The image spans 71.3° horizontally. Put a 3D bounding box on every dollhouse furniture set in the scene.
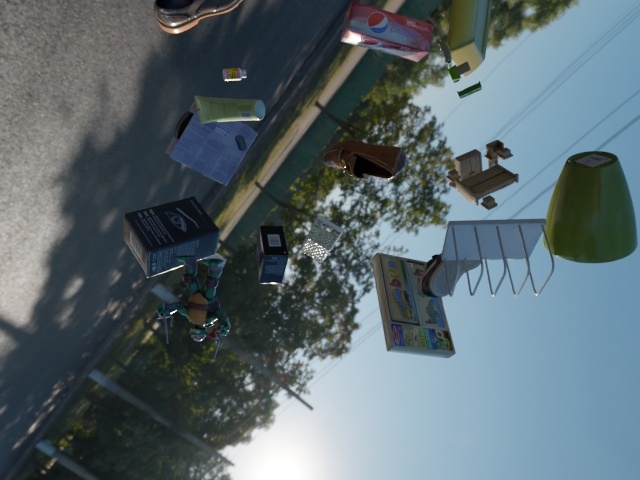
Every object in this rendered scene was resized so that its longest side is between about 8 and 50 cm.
[{"bbox_3d":[0.722,-0.230,1.857,0.304,0.173,0.355,-25,-142,-4],"label":"dollhouse furniture set"},{"bbox_3d":[0.352,-0.442,1.127,0.059,0.151,0.076,-22,177,23],"label":"dollhouse furniture set"}]

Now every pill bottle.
[{"bbox_3d":[-0.326,-0.631,1.694,0.084,0.043,0.043,-11,174,-18],"label":"pill bottle"}]

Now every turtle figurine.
[{"bbox_3d":[-0.288,0.156,1.044,0.118,0.176,0.233,-79,173,-87],"label":"turtle figurine"}]

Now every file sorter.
[{"bbox_3d":[0.527,0.061,1.347,0.192,0.278,0.172,81,10,-54],"label":"file sorter"}]

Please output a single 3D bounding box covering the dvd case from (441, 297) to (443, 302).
[{"bbox_3d":[0.515,0.290,2.150,0.022,0.252,0.180,-18,-170,-32],"label":"dvd case"}]

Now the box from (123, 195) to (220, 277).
[{"bbox_3d":[-0.405,-0.015,1.221,0.207,0.153,0.108,-20,148,-37],"label":"box"}]

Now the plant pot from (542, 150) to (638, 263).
[{"bbox_3d":[0.857,-0.124,1.422,0.275,0.293,0.274,-12,-152,7],"label":"plant pot"}]

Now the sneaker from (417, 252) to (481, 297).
[{"bbox_3d":[0.471,0.086,1.629,0.321,0.126,0.127,-37,-172,-26],"label":"sneaker"}]

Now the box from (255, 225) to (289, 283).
[{"bbox_3d":[-0.184,0.053,1.663,0.158,0.093,0.155,106,-23,-43],"label":"box"}]

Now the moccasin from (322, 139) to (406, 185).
[{"bbox_3d":[0.157,-0.308,1.795,0.380,0.139,0.146,18,-117,34],"label":"moccasin"}]

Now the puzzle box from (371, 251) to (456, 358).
[{"bbox_3d":[0.350,0.242,1.720,0.052,0.273,0.408,123,-30,-46],"label":"puzzle box"}]

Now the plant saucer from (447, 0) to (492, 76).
[{"bbox_3d":[0.546,-0.795,1.598,0.333,0.081,0.332,-7,104,-62],"label":"plant saucer"}]

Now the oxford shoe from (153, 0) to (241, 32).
[{"bbox_3d":[-0.345,-0.773,1.372,0.364,0.129,0.133,-38,-174,-6],"label":"oxford shoe"}]

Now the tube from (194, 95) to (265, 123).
[{"bbox_3d":[-0.292,-0.414,1.410,0.062,0.241,0.069,29,69,-66],"label":"tube"}]

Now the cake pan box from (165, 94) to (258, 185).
[{"bbox_3d":[-0.405,-0.367,1.661,0.070,0.267,0.245,37,-81,50],"label":"cake pan box"}]

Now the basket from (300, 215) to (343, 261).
[{"bbox_3d":[0.000,0.000,1.689,0.103,0.113,0.167,-60,180,-22],"label":"basket"}]

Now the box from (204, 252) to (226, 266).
[{"bbox_3d":[-0.505,0.063,1.982,0.038,0.145,0.186,-67,-158,-2],"label":"box"}]

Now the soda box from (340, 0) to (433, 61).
[{"bbox_3d":[0.202,-0.628,1.351,0.083,0.264,0.092,-179,-82,-78],"label":"soda box"}]
